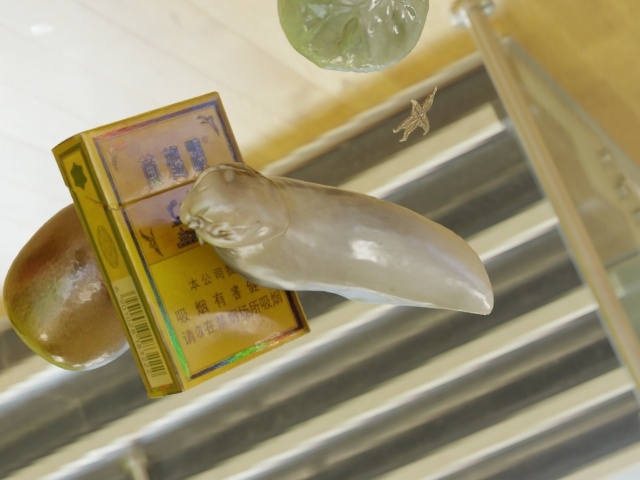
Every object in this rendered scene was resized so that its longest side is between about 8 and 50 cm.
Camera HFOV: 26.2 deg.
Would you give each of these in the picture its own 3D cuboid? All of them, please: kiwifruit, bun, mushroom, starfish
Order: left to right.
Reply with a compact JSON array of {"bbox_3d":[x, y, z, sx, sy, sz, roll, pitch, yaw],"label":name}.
[{"bbox_3d":[-0.286,0.048,1.736,0.234,0.196,0.196,-52,154,3],"label":"kiwifruit"},{"bbox_3d":[-0.001,0.000,1.475,0.397,0.126,0.177,14,179,-39],"label":"mushroom"},{"bbox_3d":[0.042,-0.304,1.723,0.195,0.195,0.118,-19,179,-7],"label":"bun"},{"bbox_3d":[0.136,-0.171,1.888,0.086,0.016,0.092,-44,150,1],"label":"starfish"}]

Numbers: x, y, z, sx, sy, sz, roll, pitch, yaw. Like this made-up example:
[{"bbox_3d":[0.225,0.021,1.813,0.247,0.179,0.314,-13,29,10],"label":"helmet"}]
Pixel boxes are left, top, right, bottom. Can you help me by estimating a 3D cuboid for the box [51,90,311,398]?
[{"bbox_3d":[-0.154,0.002,1.538,0.193,0.301,0.084,-23,-177,-40],"label":"box"}]
